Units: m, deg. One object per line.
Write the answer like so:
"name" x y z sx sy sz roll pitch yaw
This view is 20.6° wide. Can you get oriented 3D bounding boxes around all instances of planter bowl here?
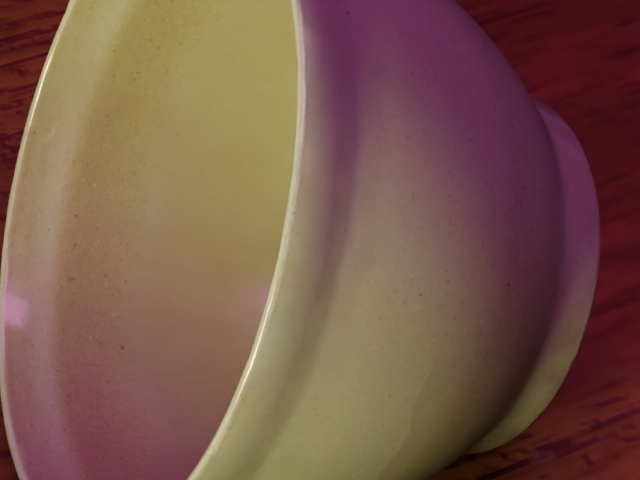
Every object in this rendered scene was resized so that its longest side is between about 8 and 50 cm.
"planter bowl" 0.000 0.000 0.441 0.109 0.162 0.162 10 38 -29
